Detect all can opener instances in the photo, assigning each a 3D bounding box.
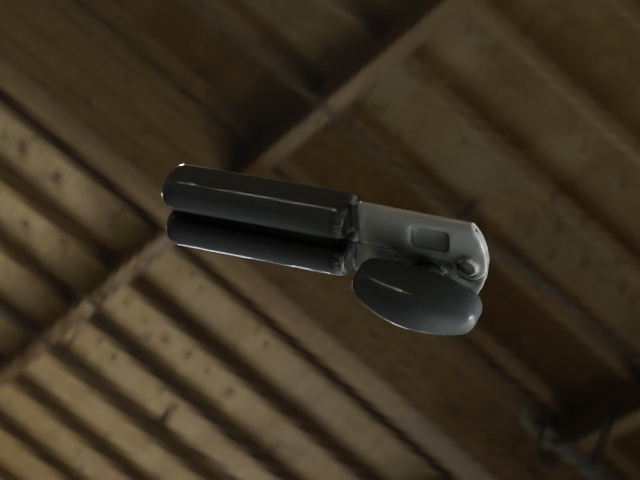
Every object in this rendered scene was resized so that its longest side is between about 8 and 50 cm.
[{"bbox_3d":[0.000,0.000,1.497,0.280,0.093,0.074,14,-51,20],"label":"can opener"}]
